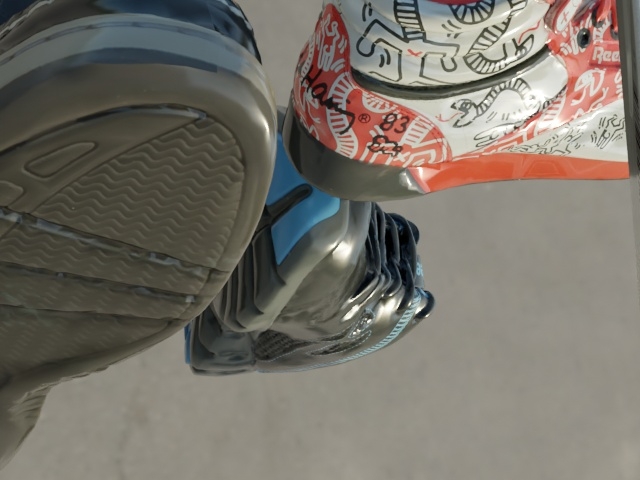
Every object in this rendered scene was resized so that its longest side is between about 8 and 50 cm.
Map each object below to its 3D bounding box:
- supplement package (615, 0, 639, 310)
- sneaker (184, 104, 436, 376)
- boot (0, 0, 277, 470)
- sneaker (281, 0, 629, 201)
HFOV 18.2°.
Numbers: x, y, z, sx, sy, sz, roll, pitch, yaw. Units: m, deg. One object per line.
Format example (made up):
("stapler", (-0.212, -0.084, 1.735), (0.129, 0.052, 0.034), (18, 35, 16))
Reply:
("supplement package", (0.241, -0.056, 0.702), (0.198, 0.263, 0.199), (-64, 148, -76))
("sneaker", (0.000, 0.000, 1.131), (0.341, 0.140, 0.125), (126, -38, -77))
("boot", (-0.129, -0.078, 0.822), (0.138, 0.377, 0.284), (12, 60, -20))
("sneaker", (0.119, -0.102, 0.922), (0.145, 0.270, 0.090), (108, -36, -48))
